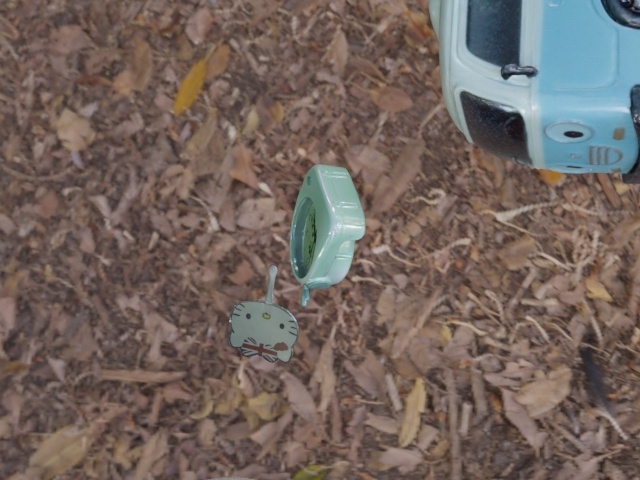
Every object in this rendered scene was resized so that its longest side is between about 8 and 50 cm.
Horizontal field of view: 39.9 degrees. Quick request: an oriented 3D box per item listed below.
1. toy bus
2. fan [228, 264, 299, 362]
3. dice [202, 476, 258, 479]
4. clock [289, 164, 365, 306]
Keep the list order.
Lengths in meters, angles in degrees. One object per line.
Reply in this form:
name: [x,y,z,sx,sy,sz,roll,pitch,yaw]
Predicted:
toy bus: [0.159,-0.181,0.601,0.164,0.133,0.271,1,76,16]
fan: [-0.041,0.055,0.659,0.056,0.004,0.083,13,115,10]
dice: [-0.102,0.414,1.075,0.193,0.191,0.194,33,106,45]
clock: [0.000,0.000,1.355,0.159,0.066,0.211,-105,27,-45]
